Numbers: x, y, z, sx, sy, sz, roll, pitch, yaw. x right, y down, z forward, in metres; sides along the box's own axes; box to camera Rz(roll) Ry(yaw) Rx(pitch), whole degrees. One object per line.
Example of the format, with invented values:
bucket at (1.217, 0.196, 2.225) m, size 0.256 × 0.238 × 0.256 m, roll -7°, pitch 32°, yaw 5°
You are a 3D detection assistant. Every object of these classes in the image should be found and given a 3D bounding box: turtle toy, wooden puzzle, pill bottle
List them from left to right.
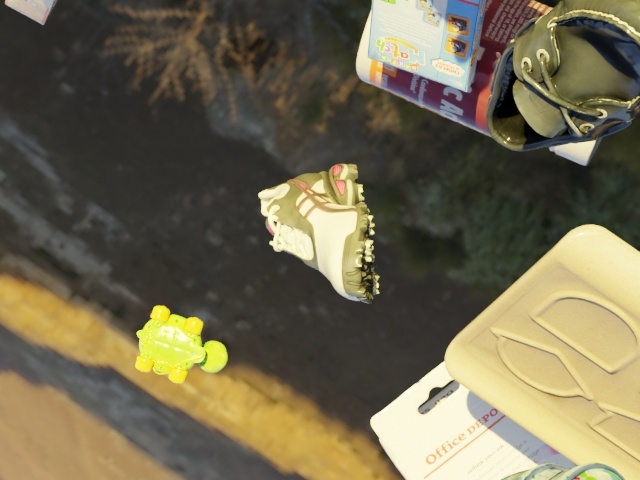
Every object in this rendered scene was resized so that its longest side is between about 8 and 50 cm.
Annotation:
turtle toy at (-0.191, 0.148, 2.073) m, size 0.130 × 0.095 × 0.066 m, roll 19°, pitch 180°, yaw 4°
pill bottle at (0.274, -0.277, 2.348) m, size 0.392 × 0.224 × 0.224 m, roll 24°, pitch 167°, yaw 11°
wooden puzzle at (0.336, 0.136, 1.633) m, size 0.322 × 0.080 × 0.348 m, roll 34°, pitch 147°, yaw -1°

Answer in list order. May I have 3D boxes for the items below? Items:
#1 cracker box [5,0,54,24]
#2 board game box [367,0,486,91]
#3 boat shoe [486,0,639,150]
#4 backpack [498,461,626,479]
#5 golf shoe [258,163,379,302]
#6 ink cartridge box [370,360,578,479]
cracker box at (-0.345, -0.396, 1.992) m, size 0.067 × 0.156 × 0.232 m, roll 28°, pitch 164°, yaw -10°
board game box at (0.151, -0.320, 2.126) m, size 0.160 × 0.039 × 0.211 m, roll 21°, pitch 141°, yaw 14°
boat shoe at (0.211, -0.135, 1.279) m, size 0.127 × 0.113 × 0.340 m, roll 47°, pitch 173°, yaw -8°
backpack at (0.214, 0.377, 1.498) m, size 0.290 × 0.273 × 0.355 m, roll 51°, pitch -163°, yaw -3°
golf shoe at (0.000, 0.000, 1.660) m, size 0.273 × 0.120 × 0.105 m, roll -106°, pitch 11°, yaw -69°
ink cartridge box at (0.229, 0.308, 2.097) m, size 0.353 × 0.207 × 0.119 m, roll 54°, pitch 178°, yaw -15°
